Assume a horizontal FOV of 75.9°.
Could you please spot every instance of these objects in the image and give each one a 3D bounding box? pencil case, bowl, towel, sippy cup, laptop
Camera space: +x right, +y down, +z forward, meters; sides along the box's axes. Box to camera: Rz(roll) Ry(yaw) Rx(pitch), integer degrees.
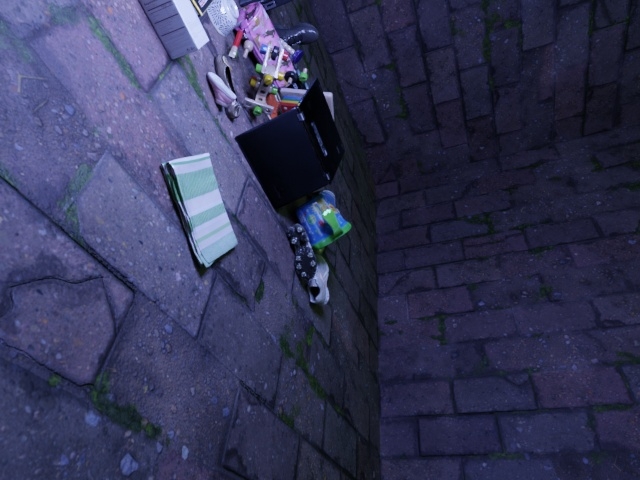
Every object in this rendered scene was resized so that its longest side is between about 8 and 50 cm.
[{"bbox_3d":[-0.249,-0.875,1.883,0.160,0.167,0.386,49,0,35],"label":"pencil case"},{"bbox_3d":[-0.380,-0.916,1.639,0.170,0.080,0.169,-11,90,-71],"label":"bowl"},{"bbox_3d":[-0.360,-0.102,1.278,0.248,0.038,0.324,-54,129,-67],"label":"towel"},{"bbox_3d":[-0.002,-0.098,2.013,0.224,0.306,0.240,58,40,-7],"label":"sippy cup"},{"bbox_3d":[-0.105,-0.414,1.779,0.381,0.237,0.407,64,35,-39],"label":"laptop"}]

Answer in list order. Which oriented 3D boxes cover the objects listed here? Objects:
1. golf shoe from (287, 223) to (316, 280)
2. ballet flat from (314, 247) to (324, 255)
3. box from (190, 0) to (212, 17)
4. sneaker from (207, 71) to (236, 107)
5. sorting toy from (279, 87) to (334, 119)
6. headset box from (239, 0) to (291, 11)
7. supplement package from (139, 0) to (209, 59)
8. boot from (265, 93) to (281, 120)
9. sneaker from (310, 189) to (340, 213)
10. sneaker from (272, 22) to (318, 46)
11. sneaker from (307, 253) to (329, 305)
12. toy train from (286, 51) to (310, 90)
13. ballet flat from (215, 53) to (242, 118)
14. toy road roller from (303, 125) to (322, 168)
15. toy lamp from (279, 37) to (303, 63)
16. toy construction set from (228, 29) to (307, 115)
[{"bbox_3d":[-0.075,0.051,1.936,0.120,0.105,0.272,-39,116,-80],"label":"golf shoe"},{"bbox_3d":[0.000,0.000,2.234,0.248,0.086,0.086,-62,137,-61],"label":"ballet flat"},{"bbox_3d":[-0.460,-0.930,1.390,0.257,0.080,0.321,55,30,-39],"label":"box"},{"bbox_3d":[-0.374,-0.544,1.498,0.134,0.070,0.051,46,33,-3],"label":"sneaker"},{"bbox_3d":[-0.067,-0.615,2.039,0.257,0.256,0.089,81,22,-60],"label":"sorting toy"},{"bbox_3d":[-0.262,-1.222,1.903,0.131,0.247,0.282,-8,86,-71],"label":"headset box"},{"bbox_3d":[-0.444,-0.673,1.260,0.105,0.105,0.179,-78,151,-49],"label":"supplement package"},{"bbox_3d":[-0.216,-0.626,1.946,0.059,0.085,0.157,-73,149,-58],"label":"boot"},{"bbox_3d":[0.039,-0.164,2.357,0.330,0.130,0.147,55,27,-50],"label":"sneaker"},{"bbox_3d":[-0.153,-1.024,2.080,0.109,0.287,0.130,80,16,-51],"label":"sneaker"},{"bbox_3d":[-0.019,0.191,2.031,0.121,0.100,0.262,18,61,-64],"label":"sneaker"},{"bbox_3d":[-0.158,-0.894,2.219,0.334,0.142,0.190,53,17,-47],"label":"toy train"},{"bbox_3d":[-0.348,-0.592,1.573,0.084,0.058,0.249,-11,90,-72],"label":"ballet flat"},{"bbox_3d":[-0.115,-0.430,2.000,0.203,0.241,0.329,-10,125,-59],"label":"toy road roller"},{"bbox_3d":[-0.209,-0.977,1.993,0.275,0.080,0.080,39,22,1],"label":"toy lamp"},{"bbox_3d":[-0.258,-0.665,1.688,0.309,0.258,0.237,33,58,-38],"label":"toy construction set"}]
